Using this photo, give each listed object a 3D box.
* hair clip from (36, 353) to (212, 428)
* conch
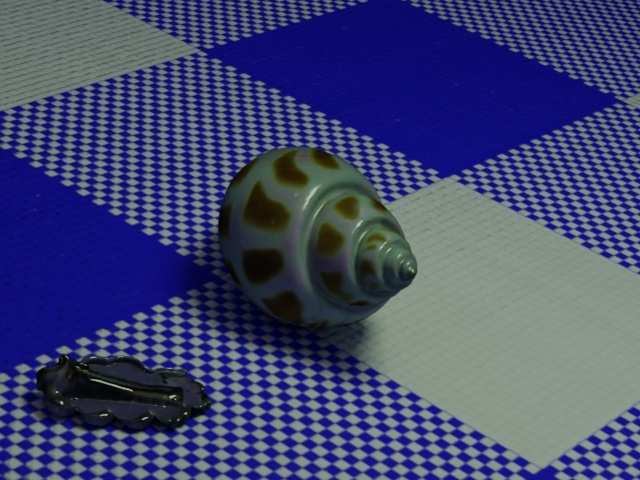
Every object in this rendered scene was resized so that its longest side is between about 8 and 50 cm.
[{"bbox_3d":[-0.217,0.158,1.966,0.195,0.052,0.124,9,34,-14],"label":"hair clip"},{"bbox_3d":[-0.001,0.000,2.182,0.249,0.197,0.368,13,27,-41],"label":"conch"}]
